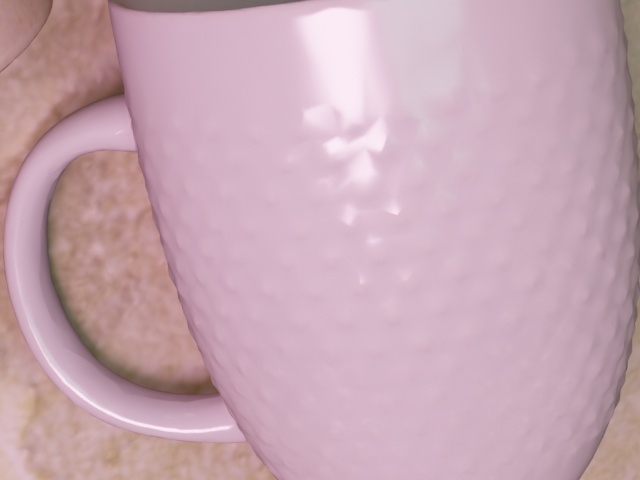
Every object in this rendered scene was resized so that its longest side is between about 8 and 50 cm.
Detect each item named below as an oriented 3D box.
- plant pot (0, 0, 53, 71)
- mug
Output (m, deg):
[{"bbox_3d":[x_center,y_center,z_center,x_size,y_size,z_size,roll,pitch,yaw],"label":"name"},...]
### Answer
[{"bbox_3d":[-0.288,-0.201,0.765,0.334,0.334,0.305,-31,118,-18],"label":"plant pot"},{"bbox_3d":[0.000,0.000,0.942,0.374,0.276,0.328,-8,109,8],"label":"mug"}]
